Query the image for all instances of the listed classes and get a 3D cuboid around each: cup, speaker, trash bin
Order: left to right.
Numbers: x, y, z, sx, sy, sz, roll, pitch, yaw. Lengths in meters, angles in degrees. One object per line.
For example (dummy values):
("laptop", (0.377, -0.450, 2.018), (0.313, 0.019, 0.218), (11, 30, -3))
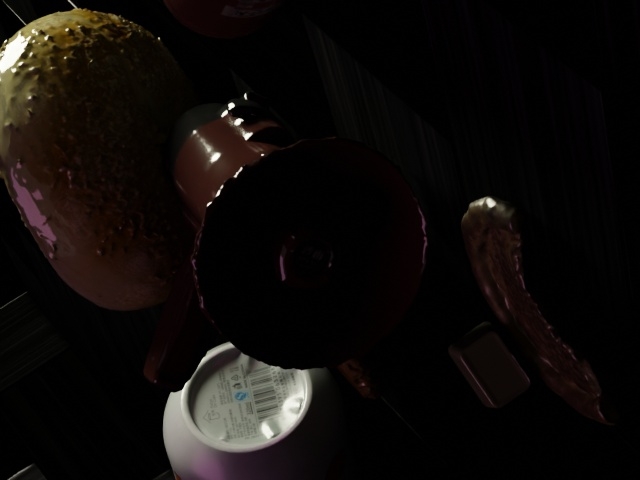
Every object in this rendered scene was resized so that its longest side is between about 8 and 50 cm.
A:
("speaker", (-0.050, 0.013, 1.723), (0.329, 0.198, 0.259), (-147, 51, -69))
("cup", (-0.056, 0.261, 2.258), (0.212, 0.212, 0.317), (47, 161, 34))
("trash bin", (0.133, 0.099, 1.561), (0.061, 0.043, 0.092), (56, -179, 2))

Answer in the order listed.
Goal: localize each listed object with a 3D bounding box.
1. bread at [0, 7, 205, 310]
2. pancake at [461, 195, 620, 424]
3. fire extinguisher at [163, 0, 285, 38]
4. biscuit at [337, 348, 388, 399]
("bread", (-0.195, -0.084, 1.936), (0.305, 0.158, 0.305), (44, -144, -45))
("pancake", (0.162, 0.055, 1.466), (0.190, 0.020, 0.184), (52, 164, 18))
("fire extinguisher", (-0.021, -0.210, 1.351), (0.147, 0.106, 0.337), (33, 168, -8))
("biscuit", (-0.008, 0.068, 1.935), (0.226, 0.042, 0.226), (48, 176, 4))
